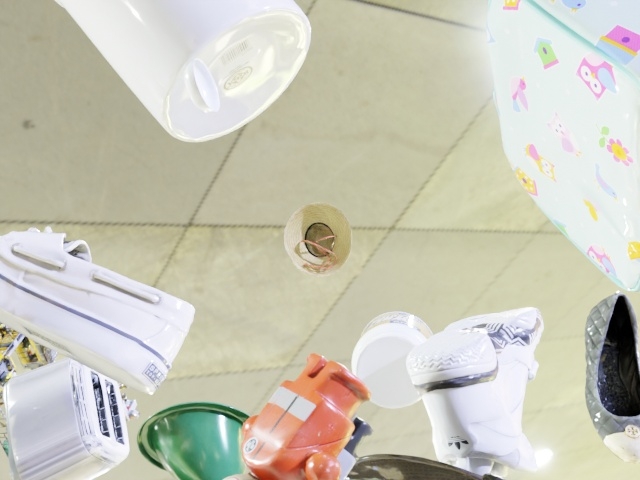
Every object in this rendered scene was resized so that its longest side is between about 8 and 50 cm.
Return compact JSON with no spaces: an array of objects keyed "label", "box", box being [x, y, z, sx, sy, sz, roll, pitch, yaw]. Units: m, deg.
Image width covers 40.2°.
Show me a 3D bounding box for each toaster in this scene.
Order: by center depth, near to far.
[{"label":"toaster","box":[-0.386,0.284,1.333,0.146,0.227,0.129,-26,144,9]}]

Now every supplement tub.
[{"label":"supplement tub","box":[0.130,0.207,1.522,0.144,0.144,0.200,-34,179,8]}]

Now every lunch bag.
[{"label":"lunch bag","box":[0.253,-0.096,0.754,0.108,0.224,0.279,-33,139,-8]}]

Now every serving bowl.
[{"label":"serving bowl","box":[-0.180,-0.227,1.300,0.027,0.083,0.083,-17,151,15]}]

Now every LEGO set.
[{"label":"LEGO set","box":[-0.455,0.270,1.548,0.192,0.255,0.331,-8,111,15]}]

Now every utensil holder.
[{"label":"utensil holder","box":[-0.248,-0.408,1.513,0.327,0.385,0.327,-35,163,-13]}]

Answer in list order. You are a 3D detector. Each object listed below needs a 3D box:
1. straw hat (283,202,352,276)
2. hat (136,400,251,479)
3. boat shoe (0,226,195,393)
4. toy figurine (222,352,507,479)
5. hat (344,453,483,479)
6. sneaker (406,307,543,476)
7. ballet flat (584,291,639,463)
[{"label":"straw hat","box":[0.000,0.000,1.718,0.144,0.144,0.061,-34,171,7]},{"label":"hat","box":[-0.154,0.349,1.208,0.208,0.183,0.173,14,128,-19]},{"label":"boat shoe","box":[-0.229,0.033,0.733,0.088,0.267,0.096,-59,157,-22]},{"label":"toy figurine","box":[0.029,0.201,0.597,0.148,0.213,0.209,-53,168,-16]},{"label":"hat","box":[0.161,0.361,1.021,0.331,0.134,0.331,13,157,6]},{"label":"sneaker","box":[0.250,0.226,1.293,0.137,0.210,0.366,-12,180,32]},{"label":"ballet flat","box":[0.283,0.128,0.837,0.057,0.173,0.049,4,143,-2]}]
